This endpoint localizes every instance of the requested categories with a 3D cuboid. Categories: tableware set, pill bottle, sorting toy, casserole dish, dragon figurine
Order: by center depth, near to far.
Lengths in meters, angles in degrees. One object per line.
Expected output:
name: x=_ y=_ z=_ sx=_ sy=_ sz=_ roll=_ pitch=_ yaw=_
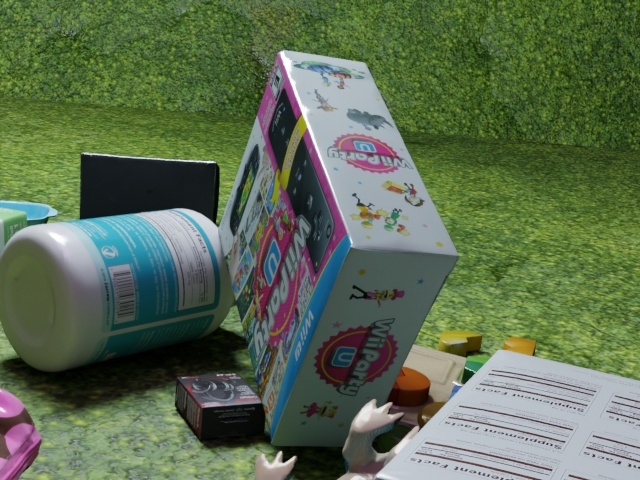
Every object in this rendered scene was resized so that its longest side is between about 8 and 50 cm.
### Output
dragon figurine: x=0.015 y=0.201 z=0.686 sx=0.289 sy=0.144 sz=0.085 roll=-26 pitch=31 yaw=-29
tableware set: x=0.132 y=0.173 z=0.921 sx=0.154 sy=0.024 sz=0.104 roll=-16 pitch=36 yaw=-26
sorting toy: x=0.136 y=0.134 z=1.103 sx=0.229 sy=0.041 sz=0.307 roll=9 pitch=14 yaw=14
pill bottle: x=-0.191 y=0.044 z=1.120 sx=0.146 sy=0.146 sz=0.264 roll=17 pitch=17 yaw=40
casserole dish: x=-0.476 y=-0.030 z=1.541 sx=0.188 sy=0.037 sz=0.114 roll=3 pitch=14 yaw=-8

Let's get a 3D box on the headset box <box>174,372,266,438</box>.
headset box: x=-0.090 y=0.150 z=0.967 sx=0.062 sy=0.032 sz=0.083 roll=-1 pitch=14 yaw=-25

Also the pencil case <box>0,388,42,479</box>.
pencil case: x=-0.253 y=0.164 z=0.723 sx=0.098 sy=0.095 sz=0.209 roll=-9 pitch=12 yaw=1

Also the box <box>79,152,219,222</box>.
box: x=-0.242 y=-0.071 z=1.563 sx=0.184 sy=0.103 sz=0.261 roll=1 pitch=2 yaw=-4

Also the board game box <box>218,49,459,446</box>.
board game box: x=0.000 y=0.000 z=0.973 sx=0.097 sy=0.224 sz=0.303 roll=6 pitch=36 yaw=-22

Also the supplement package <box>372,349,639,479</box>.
supplement package: x=0.122 y=0.188 z=0.553 sx=0.149 sy=0.194 sz=0.203 roll=11 pitch=15 yaw=23

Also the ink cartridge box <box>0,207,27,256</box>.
ink cartridge box: x=-0.467 y=0.017 z=1.231 sx=0.160 sy=0.093 sz=0.219 roll=9 pitch=14 yaw=17
